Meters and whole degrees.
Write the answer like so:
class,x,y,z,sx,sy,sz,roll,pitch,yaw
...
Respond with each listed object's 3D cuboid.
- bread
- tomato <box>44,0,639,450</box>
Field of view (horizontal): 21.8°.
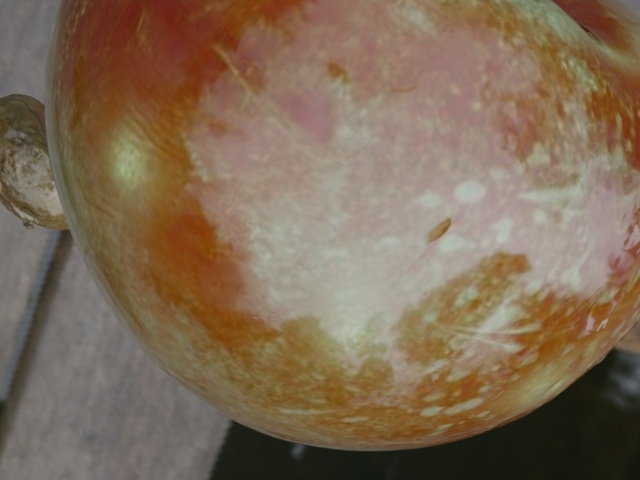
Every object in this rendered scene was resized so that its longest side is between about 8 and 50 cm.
class,x,y,z,sx,sy,sz,roll,pitch,yaw
bread,-0.213,-0.057,1.202,0.060,0.113,0.082,-38,149,11
tomato,0.010,-0.033,0.683,0.270,0.270,0.222,20,108,-34
